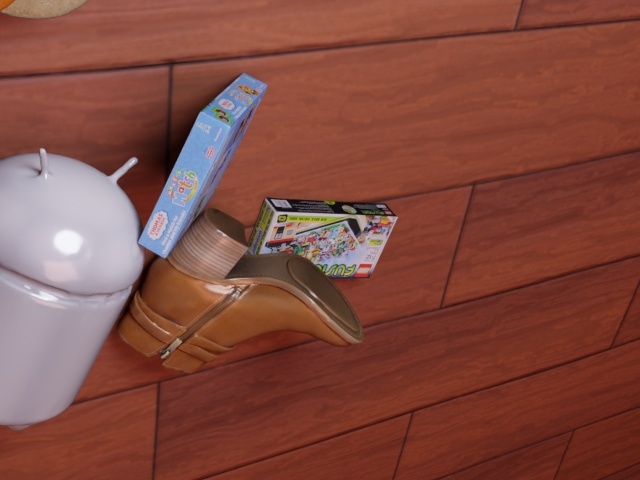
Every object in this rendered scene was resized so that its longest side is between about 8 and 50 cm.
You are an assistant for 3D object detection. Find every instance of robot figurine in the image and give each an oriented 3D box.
[{"bbox_3d":[-0.317,0.054,0.983,0.353,0.199,0.300,-59,164,19],"label":"robot figurine"}]

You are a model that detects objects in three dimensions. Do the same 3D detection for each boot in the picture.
[{"bbox_3d":[-0.106,0.110,1.199,0.283,0.109,0.220,31,112,-23],"label":"boot"}]

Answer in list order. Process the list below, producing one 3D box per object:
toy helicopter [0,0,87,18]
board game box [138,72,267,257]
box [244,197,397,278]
[{"bbox_3d":[-0.213,-0.357,0.764,0.235,0.140,0.355,-3,124,-36],"label":"toy helicopter"},{"bbox_3d":[-0.125,-0.090,1.009,0.039,0.211,0.160,28,111,-3],"label":"board game box"},{"bbox_3d":[0.000,0.000,1.278,0.207,0.036,0.114,1,124,-35],"label":"box"}]
